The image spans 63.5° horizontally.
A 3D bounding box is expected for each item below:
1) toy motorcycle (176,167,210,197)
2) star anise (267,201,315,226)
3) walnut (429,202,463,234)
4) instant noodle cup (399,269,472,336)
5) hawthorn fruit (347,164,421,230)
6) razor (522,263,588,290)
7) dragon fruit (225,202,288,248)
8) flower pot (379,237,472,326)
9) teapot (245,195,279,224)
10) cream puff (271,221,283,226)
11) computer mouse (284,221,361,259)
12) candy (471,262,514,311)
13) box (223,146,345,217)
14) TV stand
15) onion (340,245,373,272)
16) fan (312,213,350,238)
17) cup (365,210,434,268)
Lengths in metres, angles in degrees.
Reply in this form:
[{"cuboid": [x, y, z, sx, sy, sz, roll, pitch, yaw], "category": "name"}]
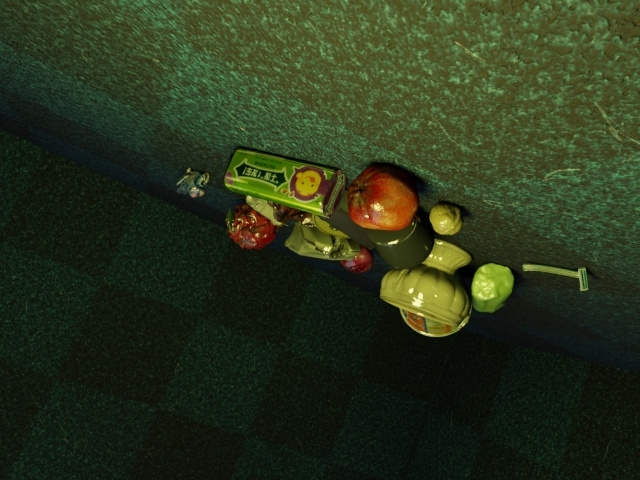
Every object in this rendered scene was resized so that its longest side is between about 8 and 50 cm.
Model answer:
[{"cuboid": [-0.516, -0.230, 2.103, 0.205, 0.114, 0.076, 11, 167, 47], "category": "toy motorcycle"}, {"cuboid": [-0.098, -0.096, 1.774, 0.272, 0.102, 0.272, 32, -170, -6], "category": "star anise"}, {"cuboid": [0.315, -0.054, 1.290, 0.092, 0.092, 0.092, 21, 171, 4], "category": "walnut"}, {"cuboid": [0.435, 0.208, 1.992, 0.297, 0.296, 0.214, 18, 163, 22], "category": "instant noodle cup"}, {"cuboid": [0.164, -0.089, 1.218, 0.194, 0.156, 0.157, 23, 171, -21], "category": "hawthorn fruit"}, {"cuboid": [0.659, 0.087, 1.453, 0.191, 0.037, 0.068, 14, 126, 56], "category": "razor"}, {"cuboid": [-0.274, -0.072, 2.295, 0.293, 0.233, 0.234, -8, -174, -27], "category": "dragon fruit"}, {"cuboid": [0.372, 0.133, 1.745, 0.308, 0.243, 0.307, 22, 173, 3], "category": "flower pot"}, {"cuboid": [-0.225, -0.144, 2.073, 0.107, 0.077, 0.200, 39, -178, 33], "category": "teapot"}, {"cuboid": [-0.171, -0.098, 2.214, 0.083, 0.058, 0.083, 8, 129, -5], "category": "cream puff"}, {"cuboid": [0.008, -0.017, 1.899, 0.229, 0.145, 0.429, 8, -175, -17], "category": "computer mouse"}, {"cuboid": [0.596, 0.177, 1.804, 0.132, 0.142, 0.343, 10, 168, 20], "category": "candy"}, {"cuboid": [-0.108, -0.167, 1.459, 0.346, 0.134, 0.097, 16, 170, 28], "category": "box"}, {"cuboid": [0.092, -0.073, 1.557, 0.270, 0.082, 0.088, 31, 138, -33], "category": "TV stand"}, {"cuboid": [0.139, 0.047, 2.099, 0.178, 0.153, 0.177, 23, -169, -5], "category": "onion"}, {"cuboid": [0.068, -0.090, 1.618, 0.230, 0.011, 0.335, -12, 140, 26], "category": "fan"}, {"cuboid": [0.209, -0.034, 1.472, 0.177, 0.169, 0.223, 40, -170, -51], "category": "cup"}]
